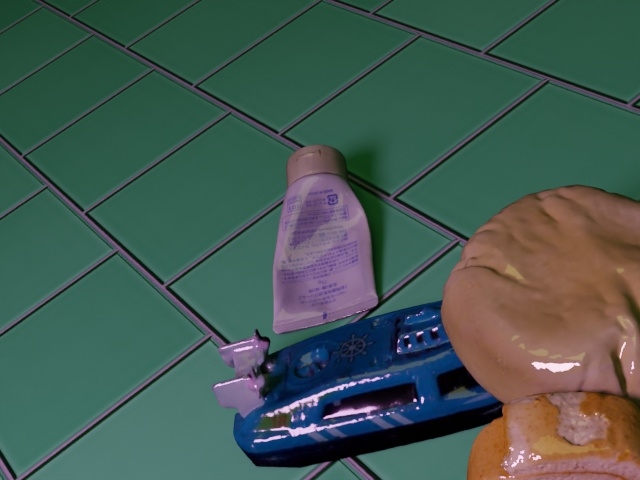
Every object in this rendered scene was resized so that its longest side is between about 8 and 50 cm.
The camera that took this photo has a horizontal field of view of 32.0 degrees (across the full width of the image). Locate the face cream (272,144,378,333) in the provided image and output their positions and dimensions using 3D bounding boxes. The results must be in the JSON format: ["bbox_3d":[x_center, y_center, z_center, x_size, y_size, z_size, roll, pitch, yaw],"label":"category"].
[{"bbox_3d":[0.000,0.000,1.202,0.114,0.070,0.224,-16,49,13],"label":"face cream"}]

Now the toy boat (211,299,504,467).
[{"bbox_3d":[0.054,0.106,1.001,0.298,0.092,0.134,-17,33,13],"label":"toy boat"}]

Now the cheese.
[{"bbox_3d":[0.211,0.057,0.907,0.226,0.117,0.214,26,50,34],"label":"cheese"}]

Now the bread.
[{"bbox_3d":[0.178,0.168,0.818,0.149,0.122,0.073,-11,35,18],"label":"bread"}]
